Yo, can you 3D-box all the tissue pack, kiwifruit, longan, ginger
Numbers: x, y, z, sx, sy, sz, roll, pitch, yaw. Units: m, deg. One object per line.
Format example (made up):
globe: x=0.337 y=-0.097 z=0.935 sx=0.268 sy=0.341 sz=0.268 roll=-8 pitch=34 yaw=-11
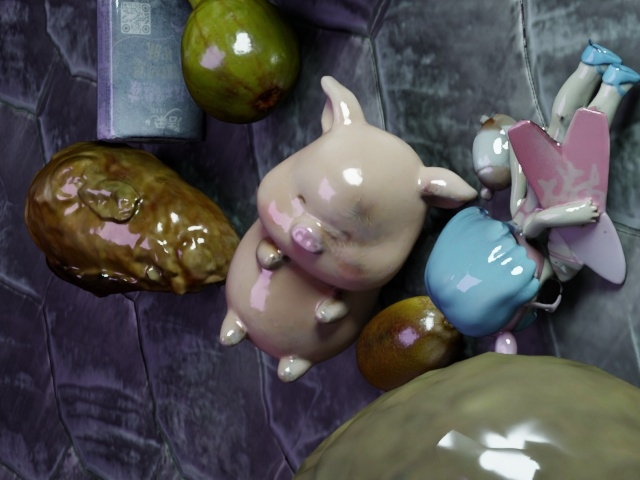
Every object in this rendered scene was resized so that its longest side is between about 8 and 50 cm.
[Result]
tissue pack: x=-0.180 y=-0.180 z=2.082 sx=0.051 sy=0.112 sz=0.156 roll=-1 pitch=89 yaw=57
kiwifruit: x=0.077 y=0.092 z=1.734 sx=0.124 sy=0.075 sz=0.075 roll=-32 pitch=63 yaw=56
longan: x=0.134 y=0.272 z=1.373 sx=0.391 sy=0.391 sz=0.391 roll=0 pitch=90 yaw=57
ginger: x=-0.217 y=-0.019 z=2.085 sx=0.321 sy=0.172 sz=0.165 roll=24 pitch=94 yaw=55

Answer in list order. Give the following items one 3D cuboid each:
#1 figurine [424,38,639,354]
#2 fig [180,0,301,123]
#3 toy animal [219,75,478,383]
figurine: x=0.159 y=-0.045 z=1.582 sx=0.205 sy=0.103 sz=0.260 roll=46 pitch=117 yaw=44
fig: x=-0.114 y=-0.214 z=1.952 sx=0.236 sy=0.124 sz=0.124 roll=45 pitch=128 yaw=29
toy animal: x=0.010 y=0.002 z=1.764 sx=0.250 sy=0.166 sz=0.154 roll=-57 pitch=5 yaw=33
